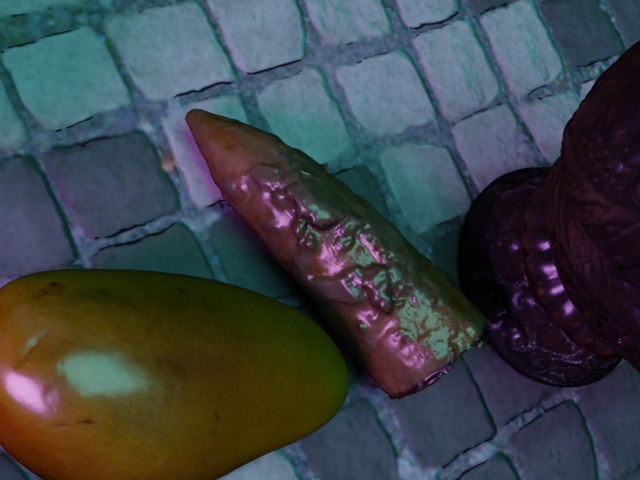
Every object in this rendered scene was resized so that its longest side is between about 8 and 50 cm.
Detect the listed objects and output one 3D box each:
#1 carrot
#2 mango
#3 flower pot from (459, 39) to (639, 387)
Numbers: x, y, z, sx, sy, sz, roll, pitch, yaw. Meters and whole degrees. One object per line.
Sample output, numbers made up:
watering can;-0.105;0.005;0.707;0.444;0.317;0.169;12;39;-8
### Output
carrot;0.000;0.000;0.671;0.263;0.102;0.102;45;60;-1
mango;-0.091;0.090;0.578;0.253;0.113;0.138;8;67;-32
flower pot;0.253;-0.002;0.689;0.266;0.267;0.267;7;72;-23
